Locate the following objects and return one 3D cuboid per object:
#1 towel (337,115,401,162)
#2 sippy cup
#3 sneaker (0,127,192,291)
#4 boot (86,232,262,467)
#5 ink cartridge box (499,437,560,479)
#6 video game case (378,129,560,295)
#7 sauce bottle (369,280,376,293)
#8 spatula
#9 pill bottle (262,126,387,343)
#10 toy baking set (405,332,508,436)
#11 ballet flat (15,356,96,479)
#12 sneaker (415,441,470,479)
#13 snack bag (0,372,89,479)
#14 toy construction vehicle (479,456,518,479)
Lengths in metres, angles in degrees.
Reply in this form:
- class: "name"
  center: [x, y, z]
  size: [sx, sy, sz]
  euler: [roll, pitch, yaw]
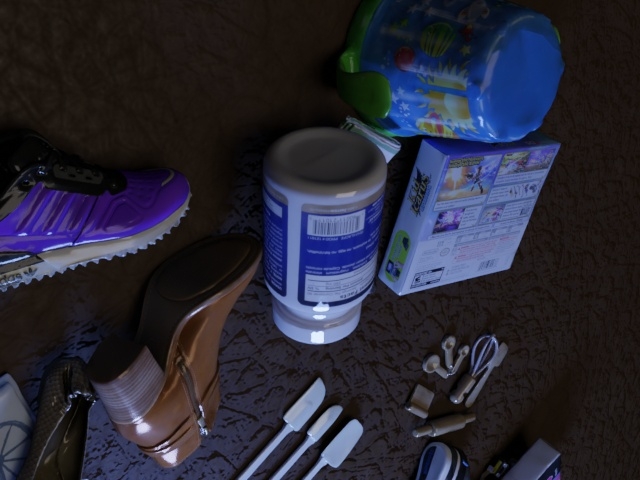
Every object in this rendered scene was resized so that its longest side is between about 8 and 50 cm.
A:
- class: "towel"
  center: [0.032, -0.090, 1.112]
  size: [0.113, 0.023, 0.152]
  euler: [20, 116, -42]
- class: "sippy cup"
  center: [0.187, -0.233, 1.078]
  size: [0.305, 0.224, 0.240]
  euler: [-52, 132, -10]
- class: "sneaker"
  center: [-0.273, -0.052, 0.853]
  size: [0.293, 0.102, 0.146]
  euler: [-22, 121, -31]
- class: "boot"
  center: [-0.154, 0.145, 1.042]
  size: [0.283, 0.109, 0.220]
  euler: [-53, 144, -30]
- class: "ink cartridge box"
  center: [0.356, 0.583, 1.658]
  size: [0.371, 0.069, 0.176]
  euler: [-39, 142, -16]
- class: "video game case"
  center: [0.236, -0.049, 1.276]
  size: [0.269, 0.061, 0.244]
  euler: [-10, 129, -38]
- class: "sauce bottle"
  center: [0.060, 0.022, 1.207]
  size: [0.042, 0.042, 0.128]
  euler: [-34, 129, -24]
- class: "spatula"
  center: [-0.043, 0.351, 1.278]
  size: [0.242, 0.019, 0.168]
  euler: [-47, 132, -14]
- class: "pill bottle"
  center: [0.000, 0.000, 1.048]
  size: [0.153, 0.153, 0.265]
  euler: [-24, 137, -30]
- class: "toy baking set"
  center: [0.260, 0.265, 1.485]
  size: [0.256, 0.030, 0.197]
  euler: [2, 107, -40]
- class: "ballet flat"
  center: [-0.304, 0.261, 0.940]
  size: [0.084, 0.058, 0.250]
  euler: [15, 85, -54]
- class: "sneaker"
  center: [0.218, 0.490, 1.513]
  size: [0.121, 0.079, 0.217]
  euler: [26, 90, -42]
- class: "snack bag"
  center: [-0.406, 0.377, 0.929]
  size: [0.323, 0.037, 0.343]
  euler: [-44, 129, -33]
- class: "toy construction vehicle"
  center: [0.370, 0.486, 1.675]
  size: [0.098, 0.035, 0.086]
  euler: [-52, 144, -4]
